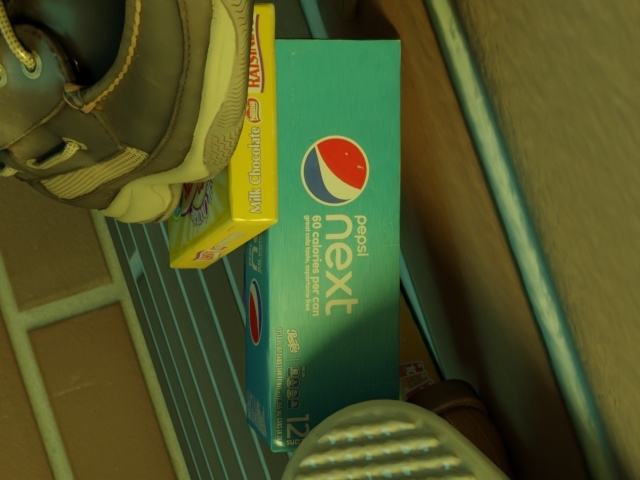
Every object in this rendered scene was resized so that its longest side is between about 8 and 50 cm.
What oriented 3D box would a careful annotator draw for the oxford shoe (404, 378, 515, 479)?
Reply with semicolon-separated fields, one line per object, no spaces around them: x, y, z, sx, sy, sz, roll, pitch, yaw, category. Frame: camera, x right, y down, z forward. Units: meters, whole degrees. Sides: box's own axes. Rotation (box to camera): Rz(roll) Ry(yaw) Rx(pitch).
0.073;0.176;0.832;0.076;0.076;0.212;55;158;41;oxford shoe

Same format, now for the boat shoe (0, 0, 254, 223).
-0.110;-0.085;0.675;0.355;0.130;0.132;131;141;-68;boat shoe

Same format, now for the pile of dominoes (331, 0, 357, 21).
-0.042;-0.257;0.797;0.196;0.040;0.251;-122;18;-49;pile of dominoes

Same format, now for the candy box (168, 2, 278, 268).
-0.055;-0.047;0.782;0.206;0.027;0.105;152;116;-74;candy box

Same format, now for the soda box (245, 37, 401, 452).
0.000;0.000;0.777;0.067;0.071;0.210;-154;63;-74;soda box

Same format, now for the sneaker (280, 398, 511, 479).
0.122;0.212;0.623;0.150;0.135;0.366;43;-173;-45;sneaker

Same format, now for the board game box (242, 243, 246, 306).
0.021;0.146;1.082;0.208;0.056;0.347;106;144;-62;board game box

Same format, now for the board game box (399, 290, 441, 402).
0.023;0.042;0.947;0.124;0.039;0.259;100;148;-64;board game box
